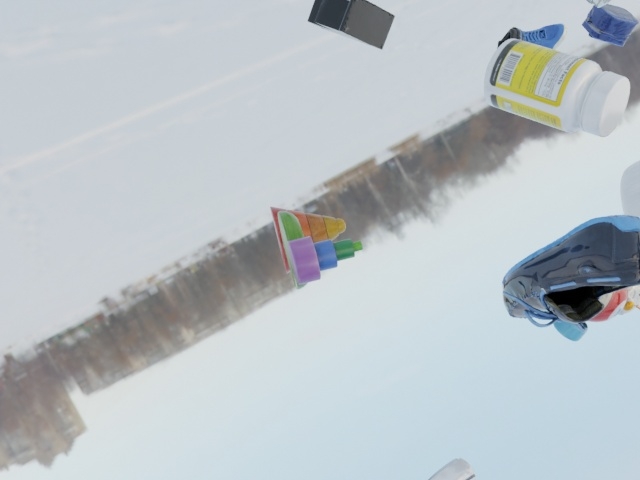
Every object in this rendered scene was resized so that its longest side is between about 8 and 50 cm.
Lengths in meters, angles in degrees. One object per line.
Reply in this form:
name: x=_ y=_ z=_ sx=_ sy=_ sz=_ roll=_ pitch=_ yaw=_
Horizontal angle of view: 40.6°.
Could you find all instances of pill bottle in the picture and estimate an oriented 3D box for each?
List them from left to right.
pill bottle: x=0.382 y=-0.246 z=1.407 sx=0.208 sy=0.119 sz=0.119 roll=27 pitch=-139 yaw=33

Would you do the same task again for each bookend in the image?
bookend: x=0.034 y=-0.440 z=1.673 sx=0.156 sy=0.157 sz=0.072 roll=4 pitch=110 yaw=-57

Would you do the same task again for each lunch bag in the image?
lunch bag: x=0.570 y=-0.427 z=1.720 sx=0.098 sy=0.067 sz=0.065 roll=9 pitch=129 yaw=-21

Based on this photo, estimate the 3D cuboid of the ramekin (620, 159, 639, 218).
ramekin: x=0.647 y=-0.039 z=1.533 sx=0.135 sy=0.277 sz=0.277 roll=-25 pitch=-176 yaw=36

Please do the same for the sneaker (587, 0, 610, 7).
sneaker: x=0.440 y=-0.484 z=1.106 sx=0.366 sy=0.150 sz=0.135 roll=-45 pitch=169 yaw=10

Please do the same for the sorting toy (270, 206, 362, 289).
sorting toy: x=0.000 y=0.000 z=1.398 sx=0.126 sy=0.127 sz=0.365 roll=-14 pitch=-172 yaw=-6

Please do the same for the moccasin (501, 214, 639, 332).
moccasin: x=0.366 y=0.072 z=1.305 sx=0.137 sy=0.117 sz=0.342 roll=-5 pitch=160 yaw=-11

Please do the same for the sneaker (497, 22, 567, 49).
sneaker: x=0.460 y=-0.443 z=1.904 sx=0.084 sy=0.058 sz=0.152 roll=20 pitch=152 yaw=-38

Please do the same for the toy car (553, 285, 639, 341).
toy car: x=0.650 y=0.115 z=1.929 sx=0.219 sy=0.238 sz=0.210 roll=-58 pitch=-154 yaw=24

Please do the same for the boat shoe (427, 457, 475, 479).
boat shoe: x=0.106 y=0.401 z=1.087 sx=0.302 sy=0.094 sz=0.109 roll=-39 pitch=161 yaw=-27
